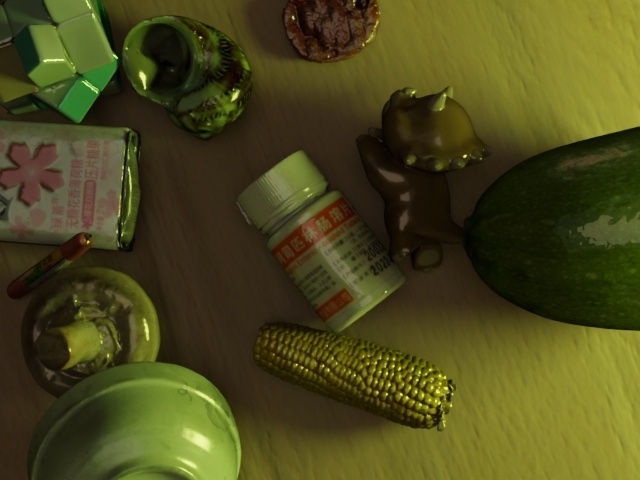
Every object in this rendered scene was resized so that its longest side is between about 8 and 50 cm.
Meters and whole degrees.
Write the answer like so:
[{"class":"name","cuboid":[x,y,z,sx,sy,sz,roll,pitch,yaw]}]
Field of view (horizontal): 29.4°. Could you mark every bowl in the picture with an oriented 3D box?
[{"class":"bowl","cuboid":[-0.250,0.337,1.705,0.307,0.163,0.307,-7,118,-14]}]

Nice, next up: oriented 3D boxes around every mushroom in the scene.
[{"class":"mushroom","cuboid":[-0.342,0.140,1.755,0.207,0.215,0.207,0,92,11]}]

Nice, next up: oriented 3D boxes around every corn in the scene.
[{"class":"corn","cuboid":[0.049,0.192,1.798,0.305,0.106,0.106,19,89,5]}]

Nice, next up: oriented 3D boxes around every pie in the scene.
[{"class":"pie","cuboid":[0.016,-0.340,1.847,0.154,0.038,0.153,0,89,5]}]

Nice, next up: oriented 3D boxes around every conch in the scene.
[{"class":"conch","cuboid":[-0.194,-0.239,1.806,0.187,0.124,0.181,-3,93,-3]}]

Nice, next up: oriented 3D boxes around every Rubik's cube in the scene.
[{"class":"Rubik's cube","cuboid":[-0.410,-0.292,1.762,0.224,0.213,0.265,-13,82,-1]}]

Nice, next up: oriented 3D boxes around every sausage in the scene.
[{"class":"sausage","cuboid":[-0.400,0.039,1.796,0.223,0.029,0.029,-31,87,37]}]

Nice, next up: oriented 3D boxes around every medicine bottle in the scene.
[{"class":"medicine bottle","cuboid":[0.000,0.000,1.785,0.144,0.144,0.252,-36,85,0]}]

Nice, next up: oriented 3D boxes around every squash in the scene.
[{"class":"squash","cuboid":[0.360,-0.002,1.676,0.309,0.310,0.310,-8,88,-7]}]

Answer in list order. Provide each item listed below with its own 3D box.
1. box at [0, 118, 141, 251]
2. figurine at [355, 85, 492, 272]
[{"class":"box","cuboid":[-0.452,-0.087,1.817,0.370,0.112,0.190,3,89,2]},{"class":"figurine","cuboid":[0.166,-0.100,1.766,0.173,0.177,0.247,-18,76,19]}]
